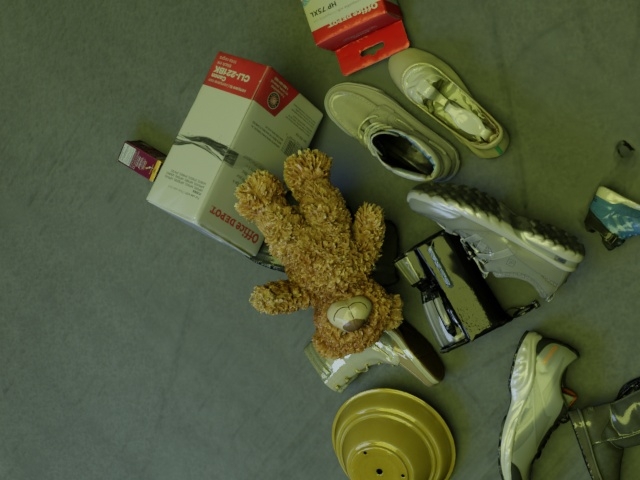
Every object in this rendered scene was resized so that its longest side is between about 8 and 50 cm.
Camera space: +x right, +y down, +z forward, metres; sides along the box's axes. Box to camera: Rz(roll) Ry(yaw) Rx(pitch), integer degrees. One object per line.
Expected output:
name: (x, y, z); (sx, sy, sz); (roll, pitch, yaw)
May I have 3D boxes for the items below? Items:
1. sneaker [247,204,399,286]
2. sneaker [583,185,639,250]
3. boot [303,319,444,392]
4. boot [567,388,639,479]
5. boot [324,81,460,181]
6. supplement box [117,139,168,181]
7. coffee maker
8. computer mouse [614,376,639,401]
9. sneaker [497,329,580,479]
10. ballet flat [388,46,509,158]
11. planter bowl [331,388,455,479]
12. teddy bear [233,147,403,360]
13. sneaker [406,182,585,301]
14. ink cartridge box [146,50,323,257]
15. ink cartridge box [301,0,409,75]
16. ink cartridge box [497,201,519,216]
sneaker: (0.000, 0.000, 1.926); (0.286, 0.109, 0.130); (8, 93, 12)
sneaker: (0.475, -0.015, 1.740); (0.152, 0.058, 0.085); (29, 100, 21)
boot: (0.088, 0.203, 1.918); (0.213, 0.077, 0.165); (43, 112, 10)
boot: (0.506, 0.302, 1.764); (0.208, 0.076, 0.190); (-20, 114, 6)
boot: (0.102, -0.178, 1.841); (0.258, 0.123, 0.095); (31, 107, 16)
supplement box: (-0.313, -0.143, 2.053); (0.083, 0.055, 0.043); (31, 107, 17)
coffee maker: (0.228, 0.067, 1.836); (0.171, 0.120, 0.178); (-26, 86, -11)
computer mouse: (0.519, 0.173, 1.756); (0.071, 0.041, 0.242); (28, 106, 16)
sneaker: (0.344, 0.284, 1.812); (0.108, 0.100, 0.272); (11, 100, 16)
ballet flat: (0.199, -0.224, 1.819); (0.248, 0.086, 0.086); (41, 109, 13)
planter bowl: (0.108, 0.361, 1.891); (0.217, 0.090, 0.217); (8, 115, 18)
teddy bear: (0.001, 0.023, 1.786); (0.245, 0.113, 0.338); (-10, 88, -20)
sneaker: (0.252, 0.003, 1.737); (0.281, 0.105, 0.115); (27, 113, 11)
ink cartridge box: (-0.135, -0.135, 1.853); (0.114, 0.197, 0.273); (21, 82, 31)
ink cartridge box: (0.042, -0.400, 1.855); (0.134, 0.078, 0.231); (-22, 82, 23)
ink cartridge box: (0.313, -0.014, 1.806); (0.115, 0.063, 0.029); (41, 110, 12)
